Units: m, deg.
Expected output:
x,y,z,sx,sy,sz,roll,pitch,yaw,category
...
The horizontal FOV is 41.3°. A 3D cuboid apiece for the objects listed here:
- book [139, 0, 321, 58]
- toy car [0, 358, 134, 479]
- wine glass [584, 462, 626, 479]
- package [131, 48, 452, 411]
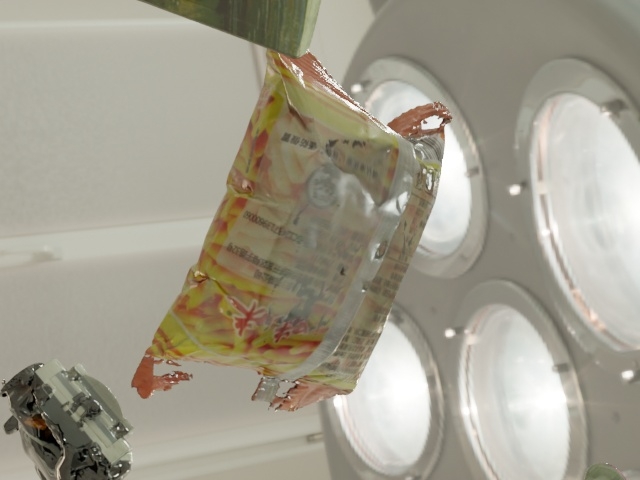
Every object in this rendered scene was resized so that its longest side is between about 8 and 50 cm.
x,y,z,sx,sy,sz,roll,pitch,yaw,category
-0.095,-0.191,0.383,0.024,0.228,0.160,-52,161,-49,book
-0.338,0.269,1.142,0.193,0.118,0.301,46,-29,10,toy car
0.315,0.325,1.046,0.073,0.155,0.073,13,-72,44,wine glass
-0.005,-0.001,0.649,0.108,0.223,0.288,18,-90,46,package
